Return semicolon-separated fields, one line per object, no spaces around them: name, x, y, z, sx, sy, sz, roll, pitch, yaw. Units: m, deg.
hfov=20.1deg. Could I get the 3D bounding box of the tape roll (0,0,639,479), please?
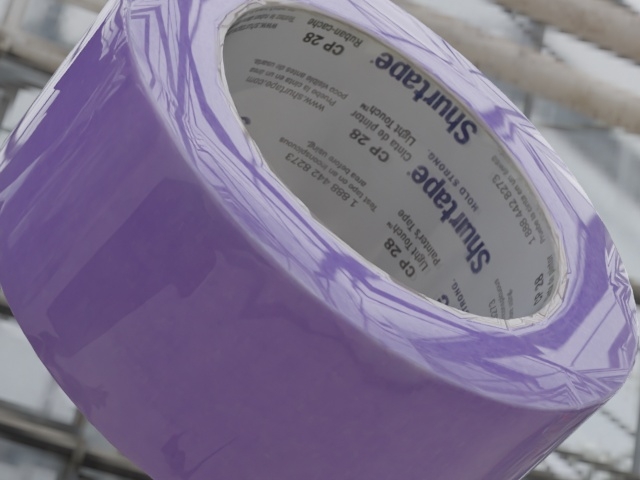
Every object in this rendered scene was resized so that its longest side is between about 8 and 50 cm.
tape roll;0.000;0.000;0.549;0.189;0.189;0.080;27;-58;-24
